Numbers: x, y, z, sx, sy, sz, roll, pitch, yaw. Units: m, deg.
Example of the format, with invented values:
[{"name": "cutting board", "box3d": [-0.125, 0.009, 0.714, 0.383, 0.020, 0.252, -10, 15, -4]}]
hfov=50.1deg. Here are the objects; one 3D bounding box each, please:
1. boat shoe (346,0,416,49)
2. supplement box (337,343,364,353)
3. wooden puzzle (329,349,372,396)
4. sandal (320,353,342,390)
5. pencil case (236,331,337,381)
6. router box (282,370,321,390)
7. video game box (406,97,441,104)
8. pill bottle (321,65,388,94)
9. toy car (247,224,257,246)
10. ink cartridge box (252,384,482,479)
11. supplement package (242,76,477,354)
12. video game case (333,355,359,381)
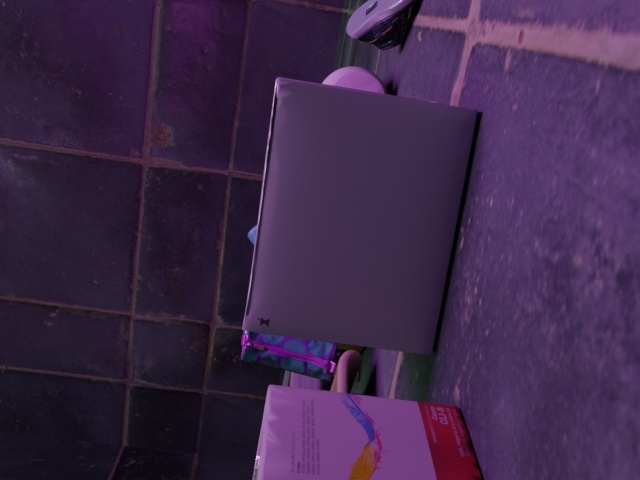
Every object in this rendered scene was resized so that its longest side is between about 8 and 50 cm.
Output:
[{"name": "boat shoe", "box3d": [0.129, -0.386, 1.155, 0.183, 0.083, 0.065, -18, 61, 55]}, {"name": "supplement box", "box3d": [0.001, 0.000, 1.196, 0.195, 0.194, 0.356, 108, 169, -68]}, {"name": "wooden puzzle", "box3d": [0.024, 0.390, 1.019, 0.347, 0.081, 0.322, -80, 2, -46]}, {"name": "sandal", "box3d": [0.032, 0.211, 1.420, 0.097, 0.055, 0.254, -76, -11, -47]}, {"name": "pencil case", "box3d": [-0.049, 0.173, 1.056, 0.070, 0.152, 0.064, 49, -127, -86]}, {"name": "router box", "box3d": [-0.060, 0.453, 1.884, 0.335, 0.082, 0.301, -88, 8, -53]}, {"name": "video game box", "box3d": [0.044, -0.126, 0.921, 0.205, 0.187, 0.048, 107, 170, -67]}, {"name": "pill bottle", "box3d": [0.056, -0.259, 1.313, 0.245, 0.137, 0.136, -120, 38, -83]}, {"name": "toy car", "box3d": [0.000, 0.000, 1.603, 0.238, 0.219, 0.210, -38, -8, 18]}, {"name": "ink cartridge box", "box3d": [0.028, 0.216, 0.575, 0.127, 0.176, 0.128, -92, 11, -65]}, {"name": "supplement package", "box3d": [0.035, -0.031, 0.754, 0.145, 0.204, 0.261, -100, 19, -79]}, {"name": "video game case", "box3d": [-0.025, 0.219, 1.264, 0.190, 0.173, 0.022, 151, 133, -84]}]
